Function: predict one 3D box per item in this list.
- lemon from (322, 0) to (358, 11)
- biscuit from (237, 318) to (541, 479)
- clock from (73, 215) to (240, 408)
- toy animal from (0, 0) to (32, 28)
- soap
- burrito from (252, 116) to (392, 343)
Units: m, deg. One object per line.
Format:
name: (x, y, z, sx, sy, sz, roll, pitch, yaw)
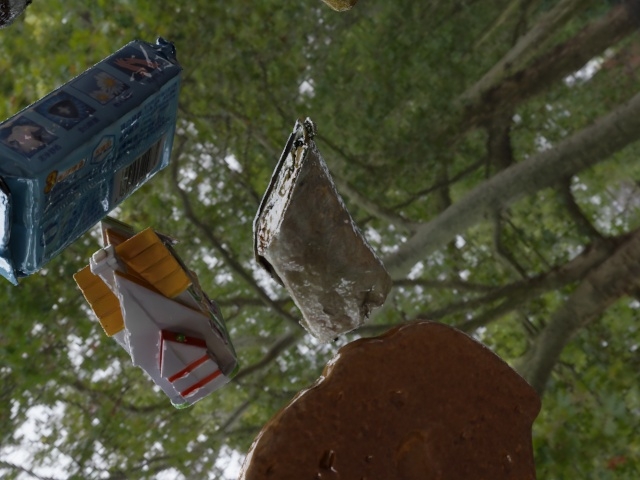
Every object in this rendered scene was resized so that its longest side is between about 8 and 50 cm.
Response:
lemon: (-0.018, -0.461, 1.189, 0.245, 0.245, 0.319, -61, -44, -64)
biscuit: (0.100, 0.303, 1.191, 0.349, 0.456, 0.078, 64, 163, -4)
clock: (-0.284, 0.098, 1.537, 0.309, 0.166, 0.235, 56, -179, -33)
toy animal: (-0.249, -0.205, 0.685, 0.098, 0.098, 0.137, 51, -154, 11)
soap: (-0.234, -0.086, 0.887, 0.077, 0.156, 0.293, 32, -136, 10)
burrito: (-0.010, 0.007, 1.322, 0.107, 0.175, 0.347, 28, 151, 51)
